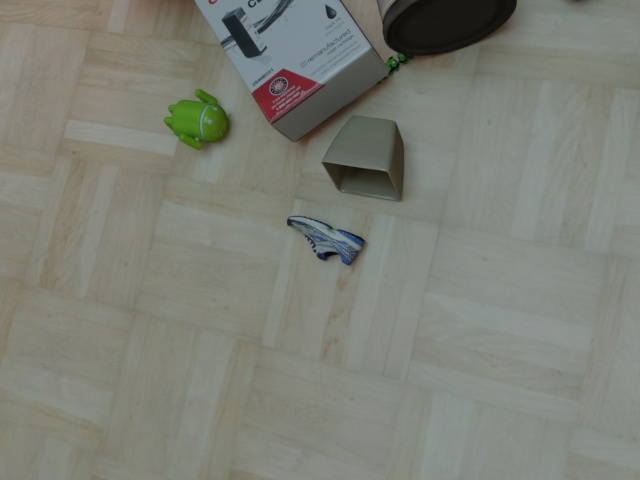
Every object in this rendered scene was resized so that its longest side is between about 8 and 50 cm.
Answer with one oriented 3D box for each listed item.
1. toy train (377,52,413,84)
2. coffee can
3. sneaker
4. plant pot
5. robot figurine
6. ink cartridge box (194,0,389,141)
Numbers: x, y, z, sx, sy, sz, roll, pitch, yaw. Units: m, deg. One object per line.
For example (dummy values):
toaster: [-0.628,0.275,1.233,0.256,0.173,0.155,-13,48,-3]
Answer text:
toy train: [0.116,-0.288,1.284,0.083,0.017,0.024,-36,61,10]
coffee can: [0.165,-0.454,1.196,0.201,0.201,0.275,-16,76,16]
sneaker: [0.000,0.000,1.256,0.135,0.052,0.058,22,93,22]
plant pot: [0.077,-0.134,1.228,0.109,0.109,0.096,10,72,21]
robot figurine: [-0.211,-0.207,1.358,0.115,0.067,0.101,11,72,21]
ink cartridge box: [-0.049,-0.332,1.266,0.197,0.114,0.273,-35,70,11]
